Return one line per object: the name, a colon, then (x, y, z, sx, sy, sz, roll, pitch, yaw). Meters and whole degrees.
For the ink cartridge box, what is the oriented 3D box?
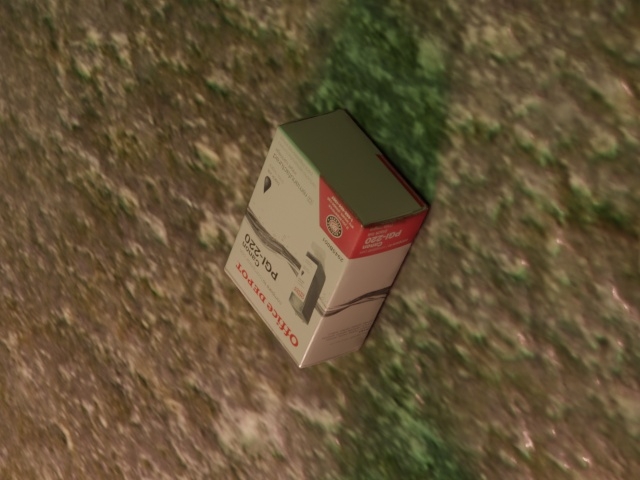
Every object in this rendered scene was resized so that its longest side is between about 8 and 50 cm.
ink cartridge box: (0.000, 0.000, 1.611, 0.158, 0.092, 0.218, 51, 139, 28)
